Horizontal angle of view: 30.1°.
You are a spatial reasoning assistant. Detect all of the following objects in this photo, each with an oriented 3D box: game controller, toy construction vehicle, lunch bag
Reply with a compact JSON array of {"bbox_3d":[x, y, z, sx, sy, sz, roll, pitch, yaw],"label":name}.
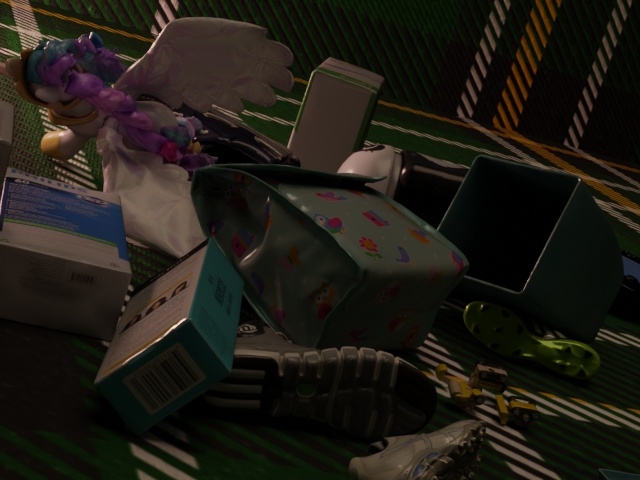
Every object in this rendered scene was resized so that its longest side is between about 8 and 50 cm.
[{"bbox_3d":[0.525,0.068,1.969,0.166,0.067,0.319,18,15,1],"label":"game controller"},{"bbox_3d":[0.176,0.166,1.276,0.098,0.035,0.086,12,27,-14],"label":"toy construction vehicle"},{"bbox_3d":[0.000,0.000,1.347,0.223,0.160,0.262,1,37,-51],"label":"lunch bag"}]

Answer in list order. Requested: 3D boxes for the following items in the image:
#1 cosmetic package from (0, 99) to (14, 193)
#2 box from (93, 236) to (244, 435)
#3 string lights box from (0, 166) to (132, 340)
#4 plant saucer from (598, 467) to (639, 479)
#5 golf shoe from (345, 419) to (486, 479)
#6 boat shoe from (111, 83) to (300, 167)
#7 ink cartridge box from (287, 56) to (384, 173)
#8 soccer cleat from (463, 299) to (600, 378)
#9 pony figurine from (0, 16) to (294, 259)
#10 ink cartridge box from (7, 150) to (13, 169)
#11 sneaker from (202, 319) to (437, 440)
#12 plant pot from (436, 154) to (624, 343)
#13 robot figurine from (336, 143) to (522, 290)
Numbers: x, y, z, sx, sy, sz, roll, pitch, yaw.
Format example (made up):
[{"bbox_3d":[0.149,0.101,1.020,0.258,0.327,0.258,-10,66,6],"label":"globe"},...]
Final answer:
[{"bbox_3d":[-0.368,-0.039,1.067,0.151,0.184,0.151,13,16,-18],"label":"cosmetic package"},{"bbox_3d":[-0.129,0.078,1.069,0.060,0.100,0.244,54,9,-13],"label":"box"},{"bbox_3d":[-0.273,0.006,1.227,0.133,0.077,0.260,14,15,-16],"label":"string lights box"},{"bbox_3d":[0.325,0.269,1.097,0.067,0.018,0.192,12,15,-20],"label":"plant saucer"},{"bbox_3d":[0.087,0.185,1.033,0.086,0.069,0.176,18,12,26],"label":"golf shoe"},{"bbox_3d":[-0.198,-0.154,1.791,0.340,0.127,0.158,21,7,8],"label":"boat shoe"},{"bbox_3d":[0.023,-0.197,2.068,0.117,0.201,0.278,19,14,1],"label":"ink cartridge box"},{"bbox_3d":[0.260,0.125,1.482,0.179,0.060,0.072,24,2,8],"label":"soccer cleat"},{"bbox_3d":[-0.231,-0.143,1.526,0.351,0.303,0.363,17,-6,-1],"label":"pony figurine"},{"bbox_3d":[-0.480,-0.114,1.378,0.234,0.088,0.193,11,18,-18],"label":"ink cartridge box"},{"bbox_3d":[-0.009,0.118,1.125,0.228,0.086,0.132,12,14,-19],"label":"sneaker"},{"bbox_3d":[0.284,0.031,1.543,0.165,0.166,0.234,18,-16,45],"label":"plant pot"},{"bbox_3d":[0.147,-0.034,1.673,0.278,0.209,0.173,17,28,-5],"label":"robot figurine"}]
